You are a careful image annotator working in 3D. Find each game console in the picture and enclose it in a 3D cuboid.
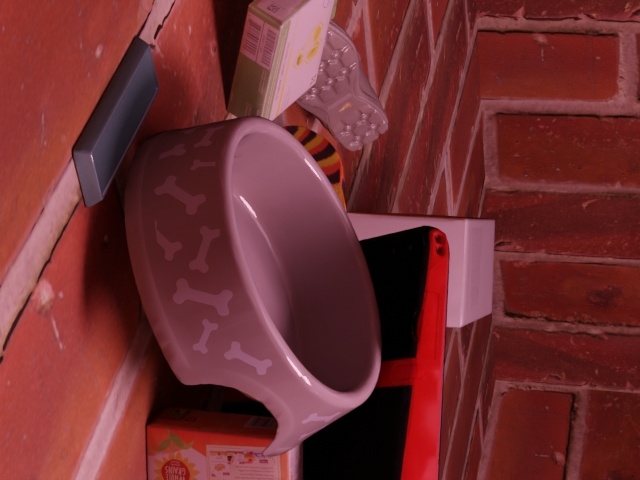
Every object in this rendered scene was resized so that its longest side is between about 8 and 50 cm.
[{"bbox_3d":[0.007,0.174,1.763,0.060,0.386,0.342,17,72,-32],"label":"game console"}]

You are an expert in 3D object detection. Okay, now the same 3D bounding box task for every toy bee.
[{"bbox_3d":[0.007,0.005,2.025,0.195,0.162,0.298,-41,135,-82],"label":"toy bee"}]

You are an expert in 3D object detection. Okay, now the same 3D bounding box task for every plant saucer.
[{"bbox_3d":[-0.189,-0.114,1.487,0.192,0.018,0.067,-70,159,-48],"label":"plant saucer"}]

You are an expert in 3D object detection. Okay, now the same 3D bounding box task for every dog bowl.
[{"bbox_3d":[-0.053,0.034,1.567,0.349,0.102,0.349,48,30,-40],"label":"dog bowl"}]

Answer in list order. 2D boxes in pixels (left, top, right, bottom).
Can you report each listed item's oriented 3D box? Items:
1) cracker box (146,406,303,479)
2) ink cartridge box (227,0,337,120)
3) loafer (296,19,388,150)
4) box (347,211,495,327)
[{"bbox_3d":[-0.099,0.300,1.668,0.067,0.155,0.232,-40,133,-70],"label":"cracker box"},{"bbox_3d":[-0.013,-0.257,1.851,0.235,0.056,0.171,-44,160,-38],"label":"ink cartridge box"},{"bbox_3d":[0.002,-0.229,2.119,0.111,0.112,0.319,59,1,29],"label":"loafer"},{"bbox_3d":[0.152,0.041,2.531,0.345,0.215,0.168,-2,94,-77],"label":"box"}]
